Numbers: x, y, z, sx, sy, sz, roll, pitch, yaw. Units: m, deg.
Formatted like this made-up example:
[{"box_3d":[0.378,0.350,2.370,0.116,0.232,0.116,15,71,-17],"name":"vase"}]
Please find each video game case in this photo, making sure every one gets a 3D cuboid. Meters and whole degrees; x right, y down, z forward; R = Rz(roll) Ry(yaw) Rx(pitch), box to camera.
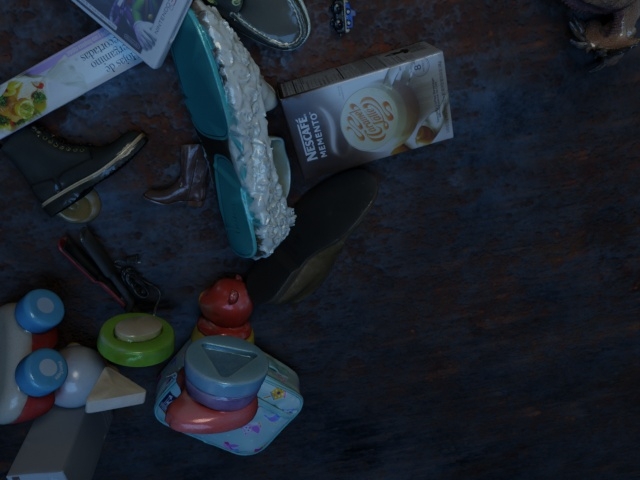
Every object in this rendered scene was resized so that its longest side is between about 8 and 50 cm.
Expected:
[{"box_3d":[-0.242,-0.340,0.640,0.190,0.022,0.173,40,126,-4],"name":"video game case"}]

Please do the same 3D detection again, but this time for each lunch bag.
[{"box_3d":[-0.187,0.311,1.075,0.279,0.108,0.224,35,110,-25],"name":"lunch bag"}]

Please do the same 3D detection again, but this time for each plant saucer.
[{"box_3d":[-0.414,-0.061,0.877,0.083,0.015,0.083,-4,121,-6],"name":"plant saucer"}]

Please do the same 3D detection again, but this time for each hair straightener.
[{"box_3d":[-0.360,0.067,0.941,0.089,0.047,0.230,-25,121,6],"name":"hair straightener"}]

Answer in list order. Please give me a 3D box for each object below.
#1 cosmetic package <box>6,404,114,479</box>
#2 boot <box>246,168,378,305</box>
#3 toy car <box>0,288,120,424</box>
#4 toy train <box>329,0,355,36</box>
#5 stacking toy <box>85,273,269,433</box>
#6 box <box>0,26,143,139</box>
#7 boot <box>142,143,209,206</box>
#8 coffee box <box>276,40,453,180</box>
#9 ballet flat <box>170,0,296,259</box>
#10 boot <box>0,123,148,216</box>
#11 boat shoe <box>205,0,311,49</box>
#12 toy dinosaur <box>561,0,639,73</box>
[{"box_3d":[-0.484,0.385,0.996,0.107,0.238,0.127,-5,121,-6],"name":"cosmetic package"},{"box_3d":[0.000,0.000,0.949,0.305,0.112,0.115,-47,146,13],"name":"boot"},{"box_3d":[-0.484,0.228,0.968,0.219,0.210,0.238,-32,150,24],"name":"toy car"},{"box_3d":[0.031,-0.379,0.756,0.036,0.027,0.158,-13,121,-14],"name":"toy train"},{"box_3d":[-0.226,0.161,0.869,0.279,0.309,0.130,9,111,-17],"name":"stacking toy"},{"box_3d":[-0.371,-0.235,0.753,0.324,0.067,0.063,-26,120,6],"name":"box"},{"box_3d":[-0.234,-0.114,0.861,0.106,0.037,0.114,2,123,-25],"name":"boot"},{"box_3d":[0.069,-0.202,0.821,0.246,0.098,0.141,-17,121,1],"name":"coffee box"},{"box_3d":[-0.120,-0.162,0.812,0.147,0.147,0.409,-10,122,-3],"name":"ballet flat"},{"box_3d":[-0.383,-0.145,0.807,0.198,0.077,0.137,-36,105,-1],"name":"boot"},{"box_3d":[-0.131,-0.366,0.698,0.109,0.091,0.305,-43,117,16],"name":"boat shoe"},{"box_3d":[0.402,-0.376,0.765,0.295,0.127,0.200,25,120,-15],"name":"toy dinosaur"}]
